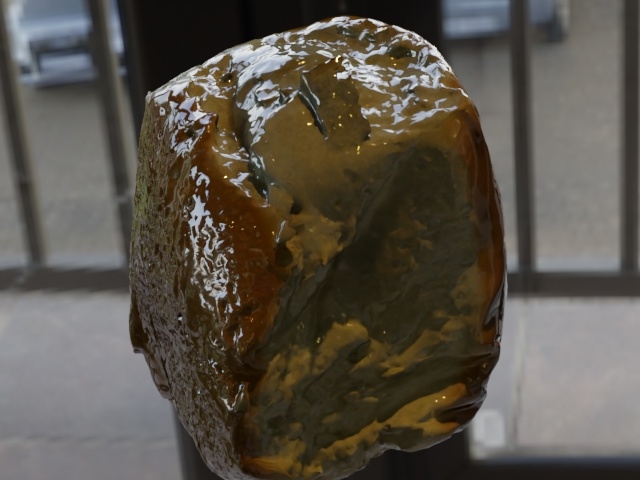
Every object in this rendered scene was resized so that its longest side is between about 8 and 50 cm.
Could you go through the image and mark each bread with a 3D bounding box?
[{"bbox_3d":[0.000,0.000,1.245,0.225,0.279,0.250,-9,21,-22],"label":"bread"}]
